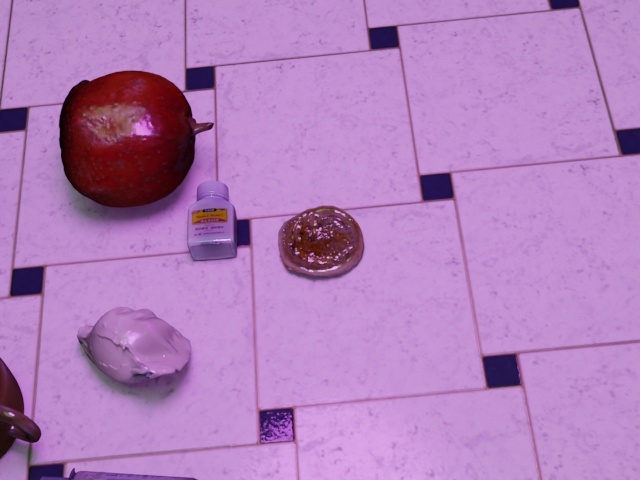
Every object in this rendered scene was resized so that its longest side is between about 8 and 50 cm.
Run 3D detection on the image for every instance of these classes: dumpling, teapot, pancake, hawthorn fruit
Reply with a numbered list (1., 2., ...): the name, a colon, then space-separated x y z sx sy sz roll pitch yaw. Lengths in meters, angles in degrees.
1. dumpling: -0.267 0.144 1.508 0.188 0.108 0.127 16 36 32
2. teapot: -0.512 0.222 1.433 0.268 0.175 0.185 15 63 13
3. pancake: 0.000 0.000 1.614 0.139 0.022 0.139 -2 58 3
4. hawthorn fruit: -0.288 -0.159 1.632 0.250 0.215 0.215 -10 58 0

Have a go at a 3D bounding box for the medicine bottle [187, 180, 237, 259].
1. medicine bottle: -0.170 -0.032 1.629 0.074 0.055 0.118 -4 58 3

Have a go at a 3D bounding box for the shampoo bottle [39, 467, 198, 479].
1. shampoo bottle: -0.274 0.347 1.398 0.214 0.072 0.072 2 59 6
